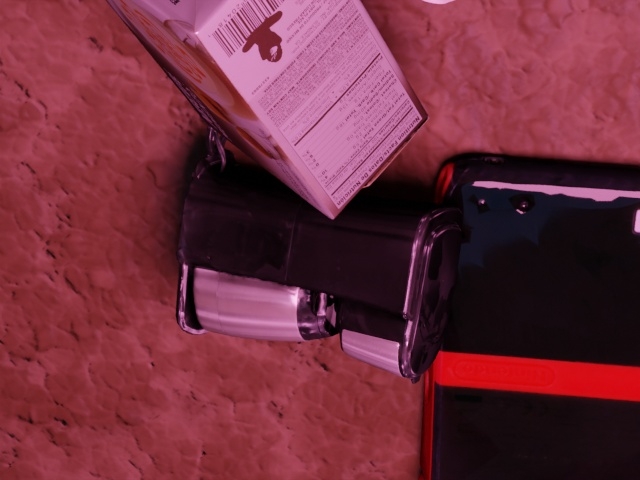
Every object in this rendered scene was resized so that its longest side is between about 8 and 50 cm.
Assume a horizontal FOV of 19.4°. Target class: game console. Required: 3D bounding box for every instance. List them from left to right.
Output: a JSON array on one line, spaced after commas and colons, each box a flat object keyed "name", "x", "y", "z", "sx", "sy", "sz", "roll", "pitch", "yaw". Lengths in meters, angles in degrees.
[{"name": "game console", "x": 0.269, "y": 0.104, "z": 1.382, "sx": 0.386, "sy": 0.060, "sz": 0.342, "roll": 4, "pitch": 116, "yaw": 5}]

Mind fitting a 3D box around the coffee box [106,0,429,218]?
[{"name": "coffee box", "x": -0.044, "y": -0.131, "z": 1.152, "sx": 0.098, "sy": 0.141, "sz": 0.246, "roll": -48, "pitch": 150, "yaw": -5}]

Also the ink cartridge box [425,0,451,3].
[{"name": "ink cartridge box", "x": 0.111, "y": -0.297, "z": 1.052, "sx": 0.117, "sy": 0.207, "sz": 0.283, "roll": 35, "pitch": 126, "yaw": 26}]

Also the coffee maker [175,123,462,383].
[{"name": "coffee maker", "x": 0.000, "y": 0.000, "z": 1.292, "sx": 0.178, "sy": 0.120, "sz": 0.171, "roll": 9, "pitch": 122, "yaw": 19}]
